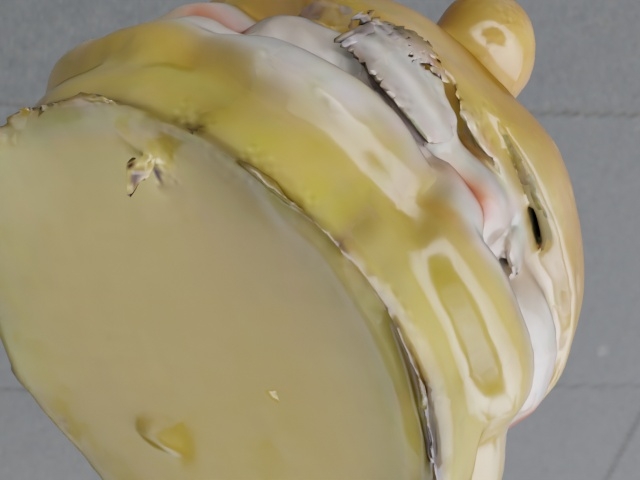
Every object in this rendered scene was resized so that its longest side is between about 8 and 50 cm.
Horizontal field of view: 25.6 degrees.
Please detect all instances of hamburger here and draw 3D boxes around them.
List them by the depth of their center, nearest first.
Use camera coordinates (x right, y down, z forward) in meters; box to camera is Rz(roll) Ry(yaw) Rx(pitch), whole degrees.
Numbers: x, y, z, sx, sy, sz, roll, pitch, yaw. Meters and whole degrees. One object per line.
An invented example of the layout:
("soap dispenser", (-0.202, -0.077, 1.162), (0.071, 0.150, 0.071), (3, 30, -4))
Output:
("hamburger", (0.000, 0.000, 0.659), (0.276, 0.237, 0.276), (23, 133, 27))
